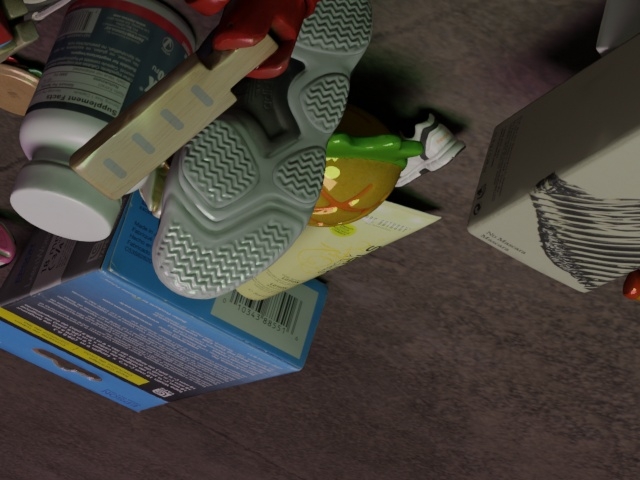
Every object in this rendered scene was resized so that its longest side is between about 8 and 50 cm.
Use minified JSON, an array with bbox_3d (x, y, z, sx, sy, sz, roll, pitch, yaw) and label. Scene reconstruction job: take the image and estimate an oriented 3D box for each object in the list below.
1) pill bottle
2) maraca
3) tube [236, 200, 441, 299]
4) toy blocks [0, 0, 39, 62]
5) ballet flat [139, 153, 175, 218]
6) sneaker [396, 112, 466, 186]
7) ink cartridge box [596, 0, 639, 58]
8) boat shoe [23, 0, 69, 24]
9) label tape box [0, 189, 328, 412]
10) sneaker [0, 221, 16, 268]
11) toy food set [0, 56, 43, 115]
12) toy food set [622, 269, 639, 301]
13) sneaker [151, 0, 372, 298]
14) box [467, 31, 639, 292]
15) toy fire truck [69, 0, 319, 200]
[{"bbox_3d":[-0.173,-0.096,1.360,0.108,0.180,0.108,15,156,7],"label":"pill bottle"},{"bbox_3d":[0.010,-0.063,1.375,0.127,0.099,0.186,-2,173,-16],"label":"maraca"},{"bbox_3d":[0.000,0.000,1.603,0.240,0.070,0.062,-24,98,51],"label":"tube"},{"bbox_3d":[-0.269,-0.232,1.034,0.261,0.191,0.381,-18,98,53],"label":"toy blocks"},{"bbox_3d":[-0.116,-0.063,1.507,0.083,0.087,0.247,26,155,-15],"label":"ballet flat"},{"bbox_3d":[0.078,-0.075,1.423,0.043,0.040,0.109,50,153,-6],"label":"sneaker"},{"bbox_3d":[0.259,-0.116,1.179,0.099,0.056,0.135,-1,150,34],"label":"ink cartridge box"},{"bbox_3d":[-0.226,-0.214,1.279,0.335,0.095,0.112,-22,99,50],"label":"boat shoe"},{"bbox_3d":[-0.189,0.068,1.812,0.241,0.105,0.334,30,154,-26],"label":"label tape box"},{"bbox_3d":[-0.385,0.003,1.861,0.170,0.063,0.075,10,155,27],"label":"sneaker"},{"bbox_3d":[-0.266,-0.136,1.532,0.083,0.020,0.082,-2,149,38],"label":"toy food set"},{"bbox_3d":[0.328,-0.003,1.308,0.105,0.111,0.232,22,158,-11],"label":"toy food set"},{"bbox_3d":[-0.058,-0.069,1.243,0.101,0.268,0.153,30,158,-17],"label":"sneaker"},{"bbox_3d":[0.216,-0.060,1.141,0.113,0.094,0.275,26,154,-16],"label":"box"},{"bbox_3d":[-0.095,-0.169,1.068,0.217,0.246,0.158,31,152,-28],"label":"toy fire truck"}]
